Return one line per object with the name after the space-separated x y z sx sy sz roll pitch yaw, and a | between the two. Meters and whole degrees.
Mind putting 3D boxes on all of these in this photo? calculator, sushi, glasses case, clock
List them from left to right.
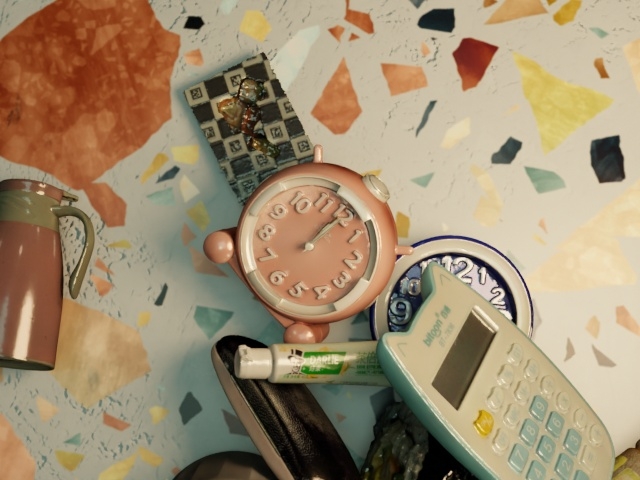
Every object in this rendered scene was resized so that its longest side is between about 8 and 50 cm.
-0.100 -0.163 1.589 0.139 0.031 0.201 -26 80 -2 | sushi
-0.048 0.241 1.437 0.075 0.122 0.314 -51 50 16 | glasses case
0.000 0.000 1.483 0.241 0.142 0.227 -44 85 17 | clock
0.169 0.340 1.428 0.219 0.225 0.238 33 103 -22 | sushi
0.185 0.110 1.530 0.231 0.083 0.230 0 81 2 | clock
0.240 0.215 1.381 0.386 0.256 0.054 42 129 -2 | calculator

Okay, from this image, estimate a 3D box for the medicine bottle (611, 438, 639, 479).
0.423 0.380 1.456 0.322 0.151 0.151 -37 84 -4 | medicine bottle

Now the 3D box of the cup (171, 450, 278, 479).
-0.085 0.430 1.362 0.323 0.327 0.236 33 86 0 | cup

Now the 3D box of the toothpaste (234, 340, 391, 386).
0.041 0.166 1.437 0.315 0.056 0.058 1 127 -16 | toothpaste

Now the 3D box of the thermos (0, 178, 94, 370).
-0.415 0.045 1.512 0.177 0.146 0.265 6 77 7 | thermos
